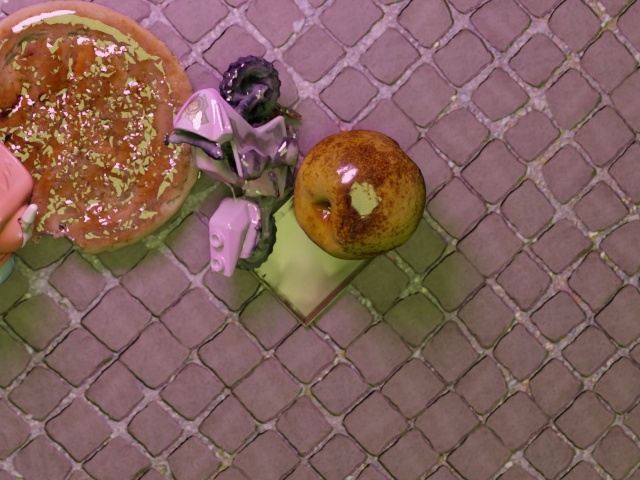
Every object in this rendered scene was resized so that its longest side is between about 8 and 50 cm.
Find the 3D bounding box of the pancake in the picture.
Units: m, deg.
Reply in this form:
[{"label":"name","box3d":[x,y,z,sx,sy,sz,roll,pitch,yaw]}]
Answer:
[{"label":"pancake","box3d":[-0.353,-0.155,1.886,0.382,0.071,0.382,-1,100,-8]}]

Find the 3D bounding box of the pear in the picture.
[{"label":"pear","box3d":[0.065,-0.070,1.892,0.197,0.197,0.197,-1,100,-8]}]

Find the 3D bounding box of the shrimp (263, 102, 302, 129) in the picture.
[{"label":"shrimp","box3d":[-0.073,-0.192,1.940,0.092,0.029,0.038,22,96,-15]}]

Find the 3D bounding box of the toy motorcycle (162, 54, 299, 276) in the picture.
[{"label":"toy motorcycle","box3d":[-0.133,-0.101,1.859,0.188,0.143,0.327,-21,120,-46]}]

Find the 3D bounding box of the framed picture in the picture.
[{"label":"framed picture","box3d":[0.000,0.000,1.994,0.231,0.010,0.173,-43,103,1]}]

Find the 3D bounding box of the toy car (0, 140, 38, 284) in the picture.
[{"label":"toy car","box3d":[-0.509,-0.034,1.783,0.212,0.180,0.270,38,132,-4]}]
